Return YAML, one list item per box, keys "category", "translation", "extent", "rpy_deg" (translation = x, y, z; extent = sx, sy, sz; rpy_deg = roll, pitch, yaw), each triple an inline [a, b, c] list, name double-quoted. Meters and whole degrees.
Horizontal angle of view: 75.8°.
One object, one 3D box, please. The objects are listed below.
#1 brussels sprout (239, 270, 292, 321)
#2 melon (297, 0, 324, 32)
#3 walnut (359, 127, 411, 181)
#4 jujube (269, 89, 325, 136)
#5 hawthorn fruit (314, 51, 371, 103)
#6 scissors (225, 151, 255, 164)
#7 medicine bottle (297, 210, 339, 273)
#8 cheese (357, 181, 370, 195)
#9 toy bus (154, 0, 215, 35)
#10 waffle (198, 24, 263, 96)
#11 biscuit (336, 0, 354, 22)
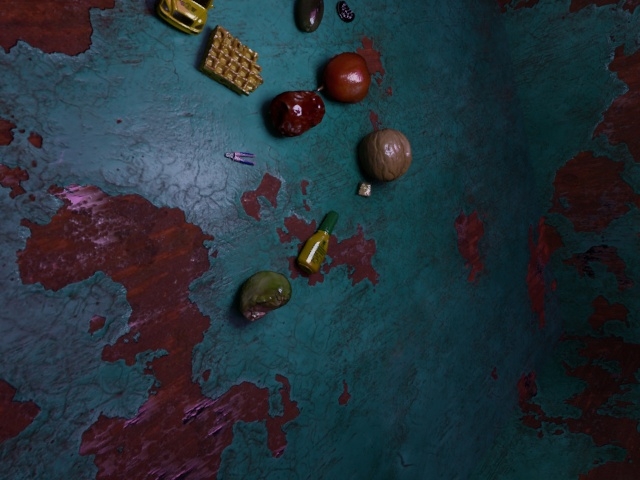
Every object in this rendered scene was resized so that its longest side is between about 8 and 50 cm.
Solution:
- category: "brussels sprout"
  translation: [-0.183, 0.174, 1.347]
  extent: [0.183, 0.145, 0.131]
  rpy_deg: [-24, 138, 2]
- category: "melon"
  translation: [-0.037, -0.860, 1.548]
  extent: [0.099, 0.099, 0.162]
  rpy_deg: [14, 81, -39]
- category: "walnut"
  translation: [0.269, -0.352, 1.713]
  extent: [0.228, 0.228, 0.228]
  rpy_deg: [2, 86, -40]
- category: "jujube"
  translation: [-0.077, -0.459, 1.463]
  extent: [0.230, 0.155, 0.155]
  rpy_deg: [-36, 111, -42]
- category: "hawthorn fruit"
  translation: [0.081, -0.622, 1.601]
  extent: [0.225, 0.196, 0.197]
  rpy_deg: [-24, 104, -13]
- category: "scissors"
  translation: [-0.266, -0.278, 1.377]
  extent: [0.113, 0.012, 0.039]
  rpy_deg: [2, 86, -40]
- category: "medicine bottle"
  translation: [0.000, 0.000, 1.555]
  extent: [0.095, 0.064, 0.261]
  rpy_deg: [40, 64, -25]
- category: "cheese"
  translation: [0.177, -0.220, 1.732]
  extent: [0.084, 0.041, 0.060]
  rpy_deg: [2, 94, -56]
- category: "toy bus"
  translation: [-0.374, -0.798, 1.224]
  extent: [0.144, 0.152, 0.330]
  rpy_deg: [17, 77, -40]
- category: "waffle"
  translation: [-0.277, -0.578, 1.356]
  extent: [0.210, 0.055, 0.161]
  rpy_deg: [22, 75, -37]
- category: "biscuit"
  translation: [0.107, -0.955, 1.719]
  extent: [0.089, 0.027, 0.087]
  rpy_deg: [-31, 108, -36]
